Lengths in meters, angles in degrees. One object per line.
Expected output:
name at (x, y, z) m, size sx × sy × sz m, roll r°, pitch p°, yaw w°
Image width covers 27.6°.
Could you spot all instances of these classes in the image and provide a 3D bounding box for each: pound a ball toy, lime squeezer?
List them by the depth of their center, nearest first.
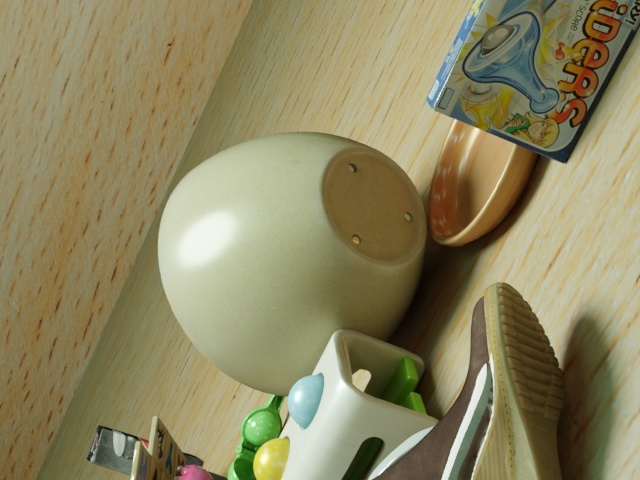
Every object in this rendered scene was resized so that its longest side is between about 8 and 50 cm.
pound a ball toy at (-0.015, 0.236, 1.330) m, size 0.208 × 0.135 × 0.319 m, roll -100°, pitch 35°, yaw -62°
lime squeezer at (-0.072, 0.258, 1.651) m, size 0.110 × 0.058 × 0.310 m, roll 135°, pitch 152°, yaw -58°

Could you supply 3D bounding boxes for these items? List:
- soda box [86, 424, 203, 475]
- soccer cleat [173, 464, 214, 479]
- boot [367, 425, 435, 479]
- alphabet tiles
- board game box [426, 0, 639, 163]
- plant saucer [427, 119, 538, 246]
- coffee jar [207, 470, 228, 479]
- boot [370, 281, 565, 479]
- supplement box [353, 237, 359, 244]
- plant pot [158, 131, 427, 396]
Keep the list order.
soda box at (-0.272, 0.340, 2.027) m, size 0.053 × 0.169 × 0.060 m, roll 177°, pitch 113°, yaw -73°
soccer cleat at (-0.138, 0.387, 1.563) m, size 0.116 × 0.143 × 0.331 m, roll -61°, pitch 10°, yaw 15°
boot at (0.053, 0.248, 1.158) m, size 0.258 × 0.095 × 0.123 m, roll -59°, pitch 12°, yaw 18°
alphabet tiles at (-0.217, 0.420, 1.713) m, size 0.285 × 0.011 × 0.343 m, roll 75°, pitch -163°, yaw -59°
board game box at (0.196, -0.182, 1.132) m, size 0.035 × 0.136 × 0.201 m, roll -105°, pitch 37°, yaw -66°
plant saucer at (0.168, -0.085, 1.295) m, size 0.200 × 0.037 × 0.200 m, roll -159°, pitch 90°, yaw -75°
coffee jar at (-0.159, 0.401, 1.721) m, size 0.096 × 0.079 × 0.184 m, roll -50°, pitch 24°, yaw 38°
boot at (0.088, 0.168, 1.014) m, size 0.207 × 0.090 × 0.248 m, roll -27°, pitch 48°, yaw 31°
supplement box at (-0.025, 0.041, 1.734) m, size 0.078 × 0.080 × 0.233 m, roll -86°, pitch 20°, yaw -45°
plant pot at (0.000, 0.000, 1.354) m, size 0.191 × 0.284 × 0.284 m, roll -33°, pitch 38°, yaw 49°
